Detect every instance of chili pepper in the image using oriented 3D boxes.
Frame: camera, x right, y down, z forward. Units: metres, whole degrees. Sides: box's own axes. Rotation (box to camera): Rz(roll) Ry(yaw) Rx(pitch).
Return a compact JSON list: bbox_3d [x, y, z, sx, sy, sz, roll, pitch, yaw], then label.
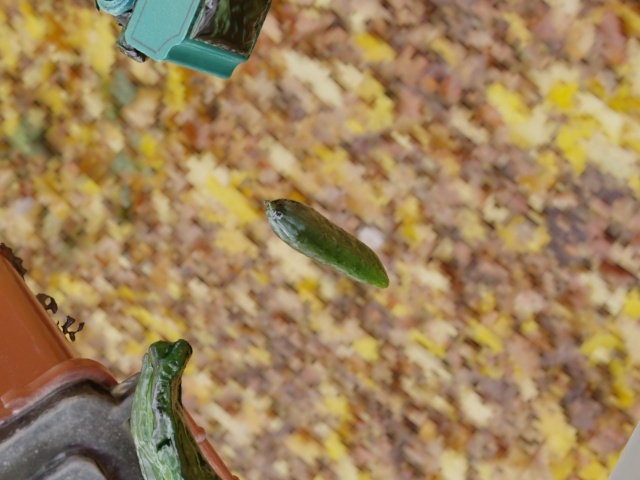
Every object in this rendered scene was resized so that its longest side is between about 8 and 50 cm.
[{"bbox_3d":[-0.036,0.094,0.536,0.055,0.035,0.118,-53,50,49],"label":"chili pepper"}]

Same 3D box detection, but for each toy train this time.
[{"bbox_3d":[-0.109,-0.237,1.370,0.107,0.198,0.154,13,-164,-47],"label":"toy train"}]

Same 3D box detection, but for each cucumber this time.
[{"bbox_3d":[0.000,0.000,1.279,0.039,0.039,0.168,11,165,44],"label":"cucumber"}]

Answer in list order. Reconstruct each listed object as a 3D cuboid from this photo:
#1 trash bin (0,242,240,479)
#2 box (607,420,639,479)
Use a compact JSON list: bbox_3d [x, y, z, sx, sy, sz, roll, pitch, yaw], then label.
[{"bbox_3d":[-0.170,0.109,0.906,0.161,0.184,0.238,60,175,-36],"label":"trash bin"},{"bbox_3d":[0.257,0.101,0.703,0.200,0.299,0.106,16,144,31],"label":"box"}]
